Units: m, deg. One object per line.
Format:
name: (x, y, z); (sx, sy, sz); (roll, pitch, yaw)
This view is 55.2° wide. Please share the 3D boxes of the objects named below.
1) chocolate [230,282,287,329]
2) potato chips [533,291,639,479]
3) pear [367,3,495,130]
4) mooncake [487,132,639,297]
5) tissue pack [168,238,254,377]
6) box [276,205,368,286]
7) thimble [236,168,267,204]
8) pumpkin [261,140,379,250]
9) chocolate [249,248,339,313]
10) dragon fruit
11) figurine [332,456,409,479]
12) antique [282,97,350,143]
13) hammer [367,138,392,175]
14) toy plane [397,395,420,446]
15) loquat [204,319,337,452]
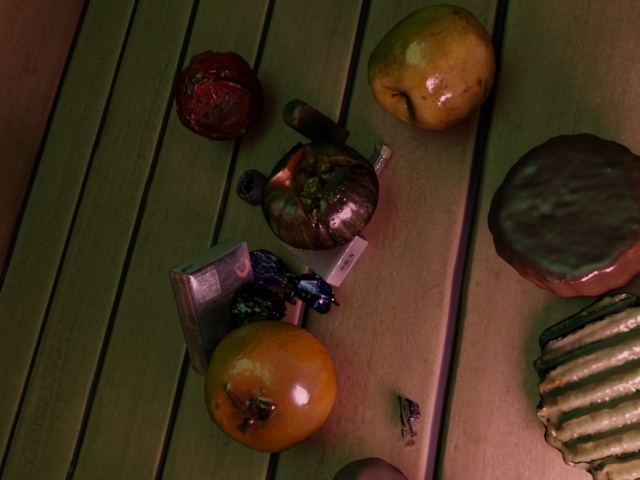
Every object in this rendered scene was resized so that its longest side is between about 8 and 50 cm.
chocolate: (-0.145, 0.189, 1.627); (0.133, 0.156, 0.156); (-3, 72, 38)
potato chips: (0.610, 0.266, 1.149); (0.429, 0.070, 0.358); (-29, 61, 28)
pear: (0.281, -0.434, 1.515); (0.304, 0.304, 0.304); (-14, 66, 33)
mooncake: (0.520, -0.042, 1.251); (0.324, 0.187, 0.324); (-14, 65, 31)
tissue pack: (-0.273, 0.181, 1.666); (0.103, 0.228, 0.316); (11, 119, 38)
box: (0.000, 0.000, 1.713); (0.243, 0.067, 0.155); (37, 95, 39)
thimble: (-0.216, -0.169, 1.945); (0.095, 0.066, 0.104); (-21, 59, 29)
pumpkin: (-0.002, -0.115, 1.598); (0.320, 0.192, 0.320); (-12, 54, 16)
chocolate: (-0.070, 0.122, 1.701); (0.343, 0.126, 0.148); (18, 124, 38)
dragon fruit: (-0.337, -0.473, 2.008); (0.295, 0.295, 0.302); (-49, 48, 13)
figurine: (0.168, 0.581, 1.285); (0.380, 0.248, 0.203); (8, 73, 26)
antique: (-0.019, -0.331, 1.749); (0.080, 0.221, 0.081); (33, 96, 41)
hammer: (0.119, -0.170, 1.701); (0.226, 0.041, 0.159); (-54, 51, 9)
toy plane: (0.206, 0.417, 1.425); (0.049, 0.031, 0.121); (-27, 57, 34)
loquat: (-0.115, 0.352, 1.535); (0.328, 0.359, 0.328); (3, 106, 10)
